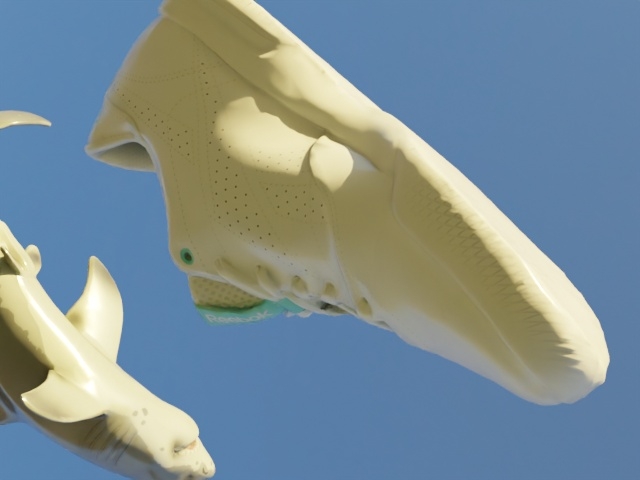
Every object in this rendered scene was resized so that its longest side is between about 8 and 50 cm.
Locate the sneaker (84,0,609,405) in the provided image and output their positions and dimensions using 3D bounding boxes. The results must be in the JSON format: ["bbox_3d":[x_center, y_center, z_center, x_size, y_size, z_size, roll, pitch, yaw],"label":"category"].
[{"bbox_3d":[0.000,0.000,0.510,0.094,0.080,0.212,-50,-125,4],"label":"sneaker"}]

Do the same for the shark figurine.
[{"bbox_3d":[-0.189,0.044,0.889,0.116,0.166,0.278,-37,-102,21],"label":"shark figurine"}]
